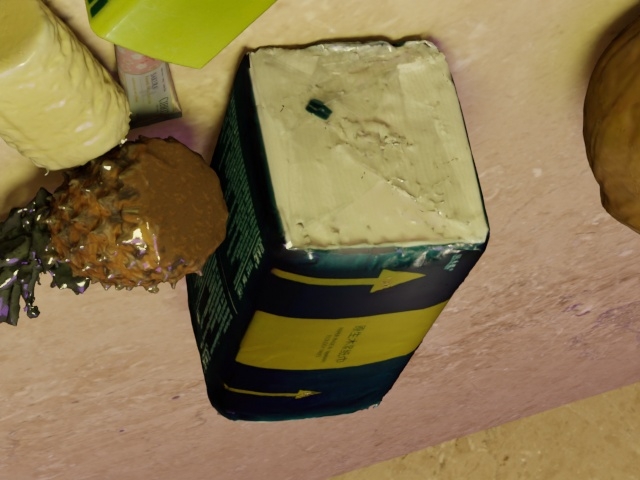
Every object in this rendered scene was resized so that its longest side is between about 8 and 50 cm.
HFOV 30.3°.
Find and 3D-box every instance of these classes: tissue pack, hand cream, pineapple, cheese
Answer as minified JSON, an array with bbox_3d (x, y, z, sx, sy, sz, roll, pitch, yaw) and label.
[{"bbox_3d":[0.000,0.000,1.312,0.253,0.264,0.416,-4,150,-16],"label":"tissue pack"},{"bbox_3d":[-0.172,-0.160,1.146,0.067,0.043,0.209,-18,160,-9],"label":"hand cream"},{"bbox_3d":[-0.263,-0.007,1.244,0.364,0.165,0.165,-14,162,41],"label":"pineapple"},{"bbox_3d":[-0.258,-0.141,1.072,0.123,0.094,0.167,-15,151,16],"label":"cheese"}]

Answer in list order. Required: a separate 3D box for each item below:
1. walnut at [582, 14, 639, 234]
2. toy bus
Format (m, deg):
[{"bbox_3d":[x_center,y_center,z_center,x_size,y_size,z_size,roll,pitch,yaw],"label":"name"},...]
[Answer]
[{"bbox_3d":[0.483,-0.139,1.292,0.398,0.308,0.354,-28,119,19],"label":"walnut"},{"bbox_3d":[-0.065,-0.257,0.894,0.128,0.150,0.262,13,143,-44],"label":"toy bus"}]
